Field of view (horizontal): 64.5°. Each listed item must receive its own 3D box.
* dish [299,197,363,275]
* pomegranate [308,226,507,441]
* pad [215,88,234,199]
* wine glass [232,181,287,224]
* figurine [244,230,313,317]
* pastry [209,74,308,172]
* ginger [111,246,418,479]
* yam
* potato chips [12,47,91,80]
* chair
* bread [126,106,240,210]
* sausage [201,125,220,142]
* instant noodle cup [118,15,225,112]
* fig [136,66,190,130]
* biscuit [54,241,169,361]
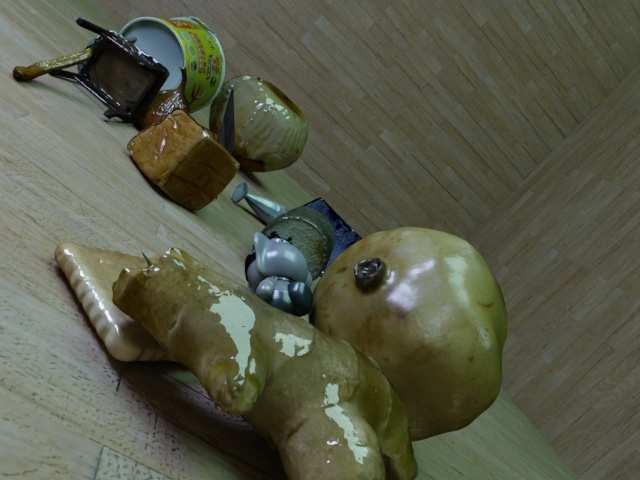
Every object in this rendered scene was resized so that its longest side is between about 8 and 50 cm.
[{"bbox_3d":[0.000,0.000,1.546,0.243,0.182,0.080,47,-27,27],"label":"dish"},{"bbox_3d":[0.131,0.140,0.803,0.332,0.332,0.332,42,8,-7],"label":"pomegranate"},{"bbox_3d":[-0.256,-0.288,1.197,0.323,0.055,0.250,66,-28,17],"label":"pad"},{"bbox_3d":[-0.170,-0.097,1.416,0.155,0.073,0.073,33,13,-38],"label":"wine glass"},{"bbox_3d":[-0.072,0.066,0.792,0.147,0.126,0.192,50,31,-41],"label":"figurine"},{"bbox_3d":[-0.241,-0.422,1.896,0.389,0.312,0.388,37,18,-14],"label":"pastry"},{"bbox_3d":[-0.037,0.168,0.498,0.376,0.166,0.236,24,42,-33],"label":"ginger"},{"bbox_3d":[-0.051,0.009,1.104,0.161,0.161,0.268,43,8,-1],"label":"yam"},{"bbox_3d":[-0.494,-0.326,0.938,0.026,0.037,0.204,57,27,-17],"label":"potato chips"},{"bbox_3d":[-0.465,-0.387,1.184,0.186,0.160,0.319,37,9,-8],"label":"chair"},{"bbox_3d":[-0.268,-0.163,1.010,0.158,0.143,0.149,48,2,37],"label":"bread"},{"bbox_3d":[-0.354,-0.316,1.630,0.103,0.076,0.302,34,8,-7],"label":"sausage"},{"bbox_3d":[-0.472,-0.549,1.561,0.311,0.311,0.221,43,17,-2],"label":"instant noodle cup"},{"bbox_3d":[-0.369,-0.339,1.250,0.146,0.201,0.134,38,18,23],"label":"fig"},{"bbox_3d":[-0.173,0.080,0.585,0.160,0.030,0.250,46,8,25],"label":"biscuit"}]
